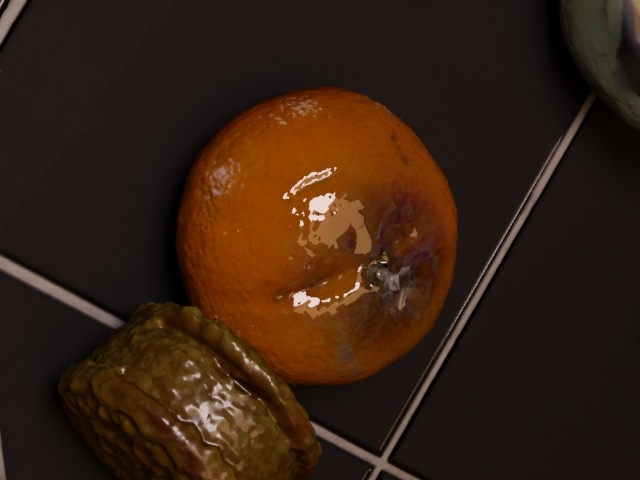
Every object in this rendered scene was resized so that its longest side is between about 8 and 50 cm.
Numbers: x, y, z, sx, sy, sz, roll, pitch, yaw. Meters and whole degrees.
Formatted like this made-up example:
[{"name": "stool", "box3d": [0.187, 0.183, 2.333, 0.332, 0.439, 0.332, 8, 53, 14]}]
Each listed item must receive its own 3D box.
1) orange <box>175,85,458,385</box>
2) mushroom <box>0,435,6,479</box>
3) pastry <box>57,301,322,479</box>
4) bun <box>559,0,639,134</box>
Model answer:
[{"name": "orange", "box3d": [0.000, 0.000, 1.114, 0.224, 0.170, 0.224, -11, 110, -32]}, {"name": "mushroom", "box3d": [-0.387, 0.158, 0.940, 0.397, 0.126, 0.177, 8, 109, -39]}, {"name": "pastry", "box3d": [-0.094, 0.132, 1.084, 0.103, 0.189, 0.188, -46, 125, -23]}, {"name": "bun", "box3d": [0.334, -0.218, 1.261, 0.293, 0.187, 0.293, -1, 104, -4]}]
